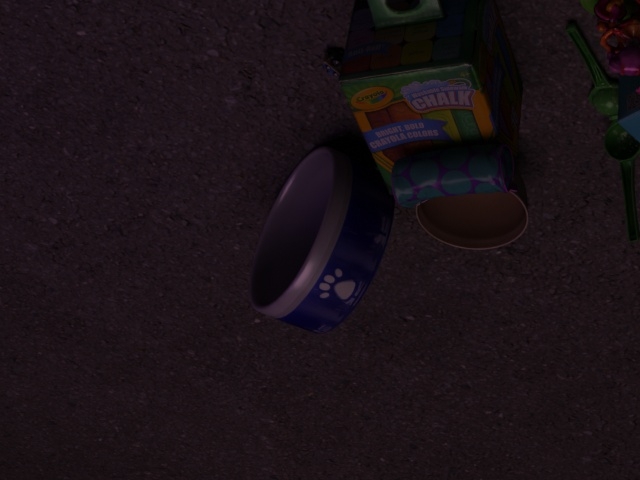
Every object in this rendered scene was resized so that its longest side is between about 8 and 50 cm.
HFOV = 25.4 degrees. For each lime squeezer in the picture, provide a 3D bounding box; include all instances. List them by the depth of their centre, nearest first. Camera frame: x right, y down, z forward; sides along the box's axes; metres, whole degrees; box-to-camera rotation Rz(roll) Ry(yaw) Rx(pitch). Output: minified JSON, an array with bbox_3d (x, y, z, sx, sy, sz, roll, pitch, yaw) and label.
[{"bbox_3d":[0.391,-0.159,1.935,0.058,0.110,0.310,-3,113,45],"label":"lime squeezer"}]

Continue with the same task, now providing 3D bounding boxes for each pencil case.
[{"bbox_3d":[0.170,-0.083,1.819,0.151,0.064,0.070,-7,123,22],"label":"pencil case"}]

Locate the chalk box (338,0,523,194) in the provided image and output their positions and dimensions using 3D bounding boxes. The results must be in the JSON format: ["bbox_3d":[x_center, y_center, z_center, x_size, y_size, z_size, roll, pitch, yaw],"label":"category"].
[{"bbox_3d":[0.139,-0.224,1.842,0.180,0.179,0.289,-6,140,22],"label":"chalk box"}]

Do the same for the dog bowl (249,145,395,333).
[{"bbox_3d":[0.000,0.000,2.104,0.104,0.265,0.265,23,142,-19],"label":"dog bowl"}]

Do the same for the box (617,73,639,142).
[{"bbox_3d":[0.498,-0.141,1.922,0.244,0.101,0.060,36,136,-29],"label":"box"}]

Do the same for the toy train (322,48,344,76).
[{"bbox_3d":[0.056,-0.218,2.002,0.036,0.027,0.158,-12,139,44],"label":"toy train"}]

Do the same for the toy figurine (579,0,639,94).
[{"bbox_3d":[0.402,-0.246,1.759,0.173,0.159,0.130,9,143,5],"label":"toy figurine"}]

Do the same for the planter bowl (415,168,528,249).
[{"bbox_3d":[0.225,-0.078,2.070,0.162,0.109,0.162,8,144,6],"label":"planter bowl"}]
